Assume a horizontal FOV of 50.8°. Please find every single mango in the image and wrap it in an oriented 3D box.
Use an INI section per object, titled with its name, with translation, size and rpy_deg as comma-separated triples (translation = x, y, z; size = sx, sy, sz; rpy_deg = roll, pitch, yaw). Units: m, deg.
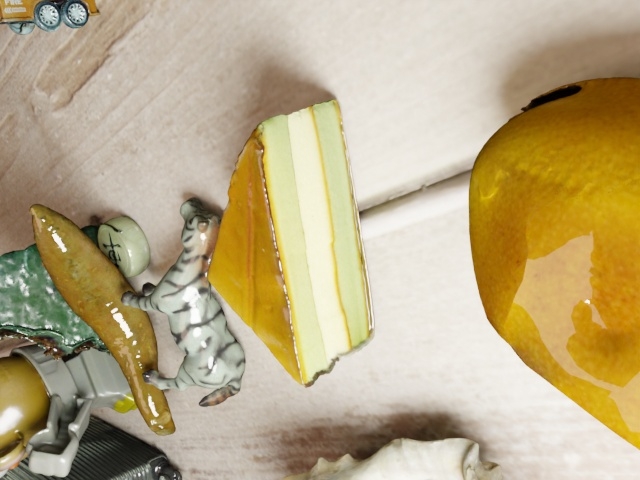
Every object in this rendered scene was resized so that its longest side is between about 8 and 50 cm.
[mango]
translation = 0.189, -0.001, 0.386
size = 0.236, 0.136, 0.166
rpy_deg = 37, 118, 32

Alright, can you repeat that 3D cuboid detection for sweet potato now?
[sweet potato]
translation = -0.275, 0.099, 0.872
size = 0.079, 0.108, 0.346
rpy_deg = -23, 108, 7

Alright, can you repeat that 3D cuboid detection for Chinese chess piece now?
[Chinese chess piece]
translation = -0.264, 0.010, 0.904
size = 0.084, 0.034, 0.084
rpy_deg = 23, 126, 36

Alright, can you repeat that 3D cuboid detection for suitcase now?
[suitcase]
translation = -0.378, 0.394, 1.084
size = 0.312, 0.202, 0.128
rpy_deg = 7, 104, 43

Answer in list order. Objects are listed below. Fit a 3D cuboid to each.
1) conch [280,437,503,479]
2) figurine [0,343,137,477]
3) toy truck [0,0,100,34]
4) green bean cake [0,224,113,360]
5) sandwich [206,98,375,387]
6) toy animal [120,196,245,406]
[conch]
translation = 0.087, 0.326, 0.586
size = 0.297, 0.210, 0.352
rpy_deg = -51, 38, 25
[figurine]
translation = -0.436, 0.242, 1.002
size = 0.342, 0.284, 0.167
rpy_deg = -14, 97, 45
[toy truck]
translation = -0.345, -0.283, 0.735
size = 0.080, 0.177, 0.115
rpy_deg = 10, 115, 41
[green bean cake]
translation = -0.370, 0.098, 0.927
size = 0.107, 0.208, 0.194
rpy_deg = -9, 101, 49
[sandwich]
translation = 0.000, 0.000, 0.582
size = 0.144, 0.117, 0.187
rpy_deg = 39, 131, 21
[toy animal]
translation = -0.169, 0.078, 0.809
size = 0.169, 0.089, 0.255
rpy_deg = 12, 120, 37
